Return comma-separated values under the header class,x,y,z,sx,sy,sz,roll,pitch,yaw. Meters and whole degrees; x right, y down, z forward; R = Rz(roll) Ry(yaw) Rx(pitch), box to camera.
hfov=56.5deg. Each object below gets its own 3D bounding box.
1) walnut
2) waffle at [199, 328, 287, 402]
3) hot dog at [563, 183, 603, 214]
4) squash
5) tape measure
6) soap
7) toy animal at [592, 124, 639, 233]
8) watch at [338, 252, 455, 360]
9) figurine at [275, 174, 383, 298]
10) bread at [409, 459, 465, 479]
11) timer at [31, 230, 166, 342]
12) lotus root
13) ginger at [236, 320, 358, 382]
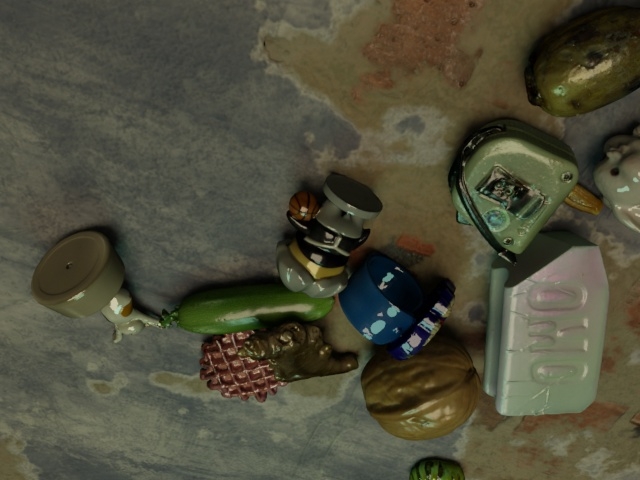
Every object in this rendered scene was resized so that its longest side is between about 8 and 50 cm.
class,x,y,z,sx,sy,sz,roll,pitch,yaw
walnut,0.211,0.316,1.283,0.260,0.225,0.225,-28,117,23
waffle,-0.169,0.284,1.365,0.221,0.055,0.234,28,119,-15
hot dog,0.472,-0.088,1.124,0.137,0.028,0.044,26,94,-16
squash,-0.157,0.142,1.250,0.378,0.101,0.101,-6,122,8
tape measure,0.321,-0.087,1.071,0.207,0.115,0.235,23,126,-5
soap,0.444,0.161,1.177,0.208,0.115,0.347,-2,106,-5
toy animal,0.590,-0.117,1.046,0.193,0.127,0.178,-31,118,17
watch,0.147,0.120,1.190,0.200,0.196,0.171,40,107,2
figurine,0.000,0.000,1.135,0.176,0.133,0.236,20,119,-15
bread,0.306,0.630,1.559,0.139,0.071,0.130,30,123,-16
timer,-0.441,0.125,1.243,0.175,0.175,0.266,-16,139,12
lotus root,0.456,-0.292,0.928,0.278,0.154,0.154,-29,117,15
ginger,-0.051,0.241,1.261,0.166,0.080,0.333,-25,150,14
